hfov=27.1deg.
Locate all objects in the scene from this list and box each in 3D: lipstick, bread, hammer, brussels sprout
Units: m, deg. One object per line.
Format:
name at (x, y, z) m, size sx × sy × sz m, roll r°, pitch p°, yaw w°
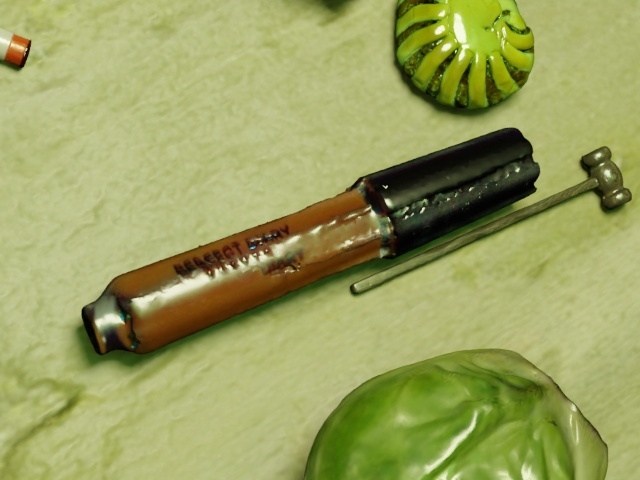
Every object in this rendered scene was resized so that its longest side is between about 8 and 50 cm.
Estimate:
lipstick at (0.000, 0.000, 1.119) m, size 0.419 × 0.077 × 0.077 m, roll -22°, pitch 87°, yaw -20°
bread at (0.132, -0.188, 1.205) m, size 0.130 × 0.071 × 0.139 m, roll -4°, pitch 80°, yaw -15°
hammer at (0.155, -0.009, 1.201) m, size 0.292 × 0.029 × 0.058 m, roll -23°, pitch 85°, yaw -19°
brussels sprout at (0.104, 0.197, 1.051) m, size 0.244 × 0.244 × 0.244 m, roll 4°, pitch 78°, yaw -18°

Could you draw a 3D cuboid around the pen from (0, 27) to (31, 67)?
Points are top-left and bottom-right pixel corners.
pen at (-0.350, -0.195, 1.068) m, size 0.239 × 0.028 × 0.028 m, roll 21°, pitch 73°, yaw -14°
